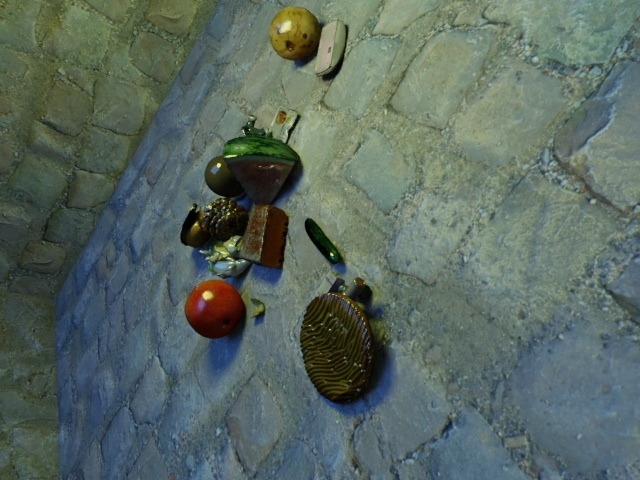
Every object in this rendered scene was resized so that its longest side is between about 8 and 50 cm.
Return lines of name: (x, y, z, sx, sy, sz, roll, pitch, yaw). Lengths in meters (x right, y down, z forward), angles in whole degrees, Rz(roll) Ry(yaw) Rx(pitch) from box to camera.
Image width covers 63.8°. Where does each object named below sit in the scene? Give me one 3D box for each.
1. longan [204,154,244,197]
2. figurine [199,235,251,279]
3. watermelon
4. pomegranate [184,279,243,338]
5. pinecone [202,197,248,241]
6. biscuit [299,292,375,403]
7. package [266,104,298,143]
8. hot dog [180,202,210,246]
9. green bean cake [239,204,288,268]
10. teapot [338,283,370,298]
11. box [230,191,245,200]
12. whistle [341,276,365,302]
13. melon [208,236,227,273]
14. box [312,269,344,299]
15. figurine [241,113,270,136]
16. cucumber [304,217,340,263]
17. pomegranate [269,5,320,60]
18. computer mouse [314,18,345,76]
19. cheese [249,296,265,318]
longan: (-0.386, -0.261, 2.108, 0.167, 0.187, 0.167, -30, 28, 18)
figurine: (-0.372, 0.064, 2.055, 0.209, 0.128, 0.183, 14, 81, 11)
watermelon: (-0.230, -0.302, 2.036, 0.292, 0.283, 0.250, 97, -179, -53)
pomegranate: (-0.414, 0.253, 1.972, 0.220, 0.221, 0.257, -64, 30, 5)
pinecone: (-0.398, -0.093, 2.123, 0.179, 0.184, 0.204, -39, 43, -12)
biscuit: (0.038, 0.305, 1.473, 0.318, 0.040, 0.317, -3, 86, 51)
package: (-0.165, -0.476, 2.164, 0.171, 0.027, 0.173, 35, 103, 49)
hot dog: (-0.529, -0.052, 2.278, 0.194, 0.107, 0.326, -65, 5, -7)
green bean cake: (-0.205, -0.017, 1.936, 0.199, 0.097, 0.232, 4, 76, 52)
teapot: (0.099, 0.149, 1.541, 0.111, 0.043, 0.042, 0, 73, 53)
box: (-0.397, -0.238, 2.248, 0.089, 0.125, 0.043, -9, 34, 49)
whistle: (0.068, 0.187, 1.510, 0.220, 0.057, 0.107, -57, 43, 41)
melon: (-0.436, 0.018, 2.253, 0.114, 0.053, 0.261, 13, 87, 33)
box: (0.024, 0.156, 1.629, 0.117, 0.036, 0.050, -59, 38, 12)
figurine: (-0.291, -0.398, 2.188, 0.193, 0.140, 0.265, 14, 110, 37)
cucumber: (0.000, 0.000, 1.721, 0.056, 0.056, 0.284, -56, 35, 15)
pomegranate: (-0.105, -0.869, 2.158, 0.215, 0.215, 0.215, -25, 55, 41)
computer mouse: (0.038, -0.756, 2.035, 0.126, 0.056, 0.245, -9, 66, 47)
cheese: (-0.237, 0.242, 1.896, 0.060, 0.041, 0.084, -37, 59, 43)
